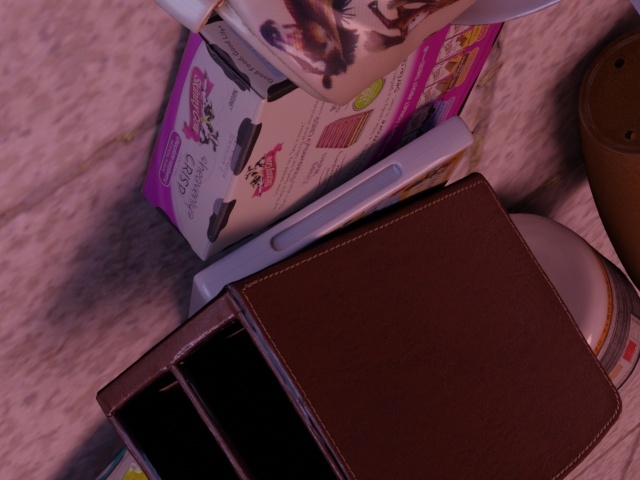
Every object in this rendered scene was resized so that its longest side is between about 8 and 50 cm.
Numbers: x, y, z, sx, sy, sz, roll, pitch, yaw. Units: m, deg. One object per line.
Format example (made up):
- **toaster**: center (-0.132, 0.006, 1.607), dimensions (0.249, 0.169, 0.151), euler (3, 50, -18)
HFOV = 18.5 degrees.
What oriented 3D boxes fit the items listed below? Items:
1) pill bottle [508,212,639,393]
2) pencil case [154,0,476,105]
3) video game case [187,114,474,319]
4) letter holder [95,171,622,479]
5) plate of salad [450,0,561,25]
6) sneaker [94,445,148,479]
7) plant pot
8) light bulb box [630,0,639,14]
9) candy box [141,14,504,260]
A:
- **pill bottle**: center (0.209, 0.076, 1.804), dimensions (0.162, 0.162, 0.278), euler (-47, 158, 6)
- **pencil case**: center (0.098, -0.233, 0.963), dimensions (0.410, 0.160, 0.183), euler (-37, 164, 11)
- **video game case**: center (0.000, 0.000, 1.366), dimensions (0.206, 0.026, 0.227), euler (-32, 173, -10)
- **letter holder**: center (0.041, 0.112, 1.319), dimensions (0.152, 0.214, 0.302), euler (-39, 171, 38)
- **plate of salad**: center (0.115, -0.202, 1.091), dimensions (0.200, 0.200, 0.048), euler (-46, 138, 4)
- **sneaker**: center (-0.097, 0.148, 1.496), dimensions (0.275, 0.107, 0.110), euler (-43, -162, 11)
- **plant pot**: center (0.324, -0.075, 1.688), dimensions (0.237, 0.237, 0.254), euler (-46, 145, 4)
- **light bulb box**: center (0.395, -0.199, 1.129), dimensions (0.361, 0.225, 0.358), euler (-41, 146, 21)
- **candy box**: center (0.008, -0.100, 1.251), dimensions (0.233, 0.071, 0.159), euler (-29, 156, -36)
